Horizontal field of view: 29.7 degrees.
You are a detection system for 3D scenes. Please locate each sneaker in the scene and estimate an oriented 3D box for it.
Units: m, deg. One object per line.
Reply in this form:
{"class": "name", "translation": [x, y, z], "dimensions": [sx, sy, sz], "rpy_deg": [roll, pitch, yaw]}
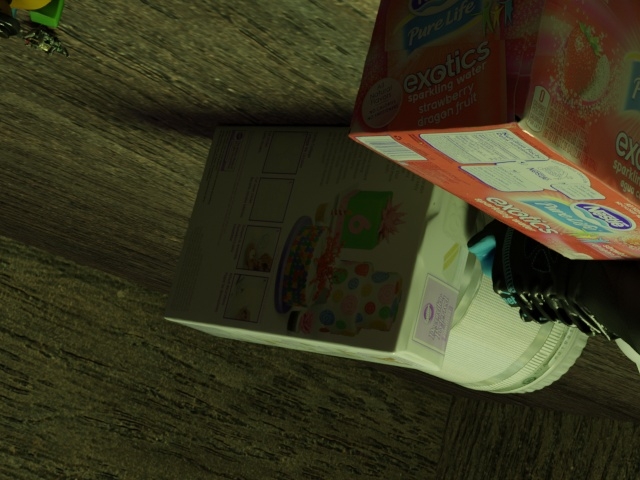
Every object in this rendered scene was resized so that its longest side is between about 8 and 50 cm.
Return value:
{"class": "sneaker", "translation": [0.242, 0.043, 1.119], "dimensions": [0.125, 0.139, 0.341], "rpy_deg": [55, -176, -21]}

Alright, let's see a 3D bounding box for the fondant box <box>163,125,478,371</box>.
{"class": "fondant box", "translation": [0.000, 0.000, 1.319], "dimensions": [0.330, 0.238, 0.096], "rpy_deg": [5, 165, 40]}

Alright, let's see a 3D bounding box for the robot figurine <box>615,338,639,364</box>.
{"class": "robot figurine", "translation": [0.454, 0.075, 1.316], "dimensions": [0.278, 0.209, 0.173], "rpy_deg": [12, -175, 8]}

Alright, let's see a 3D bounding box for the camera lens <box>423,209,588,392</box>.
{"class": "camera lens", "translation": [0.166, 0.055, 1.430], "dimensions": [0.274, 0.219, 0.219], "rpy_deg": [23, 166, -39]}

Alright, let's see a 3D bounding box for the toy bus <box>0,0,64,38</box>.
{"class": "toy bus", "translation": [-0.312, -0.207, 1.036], "dimensions": [0.190, 0.104, 0.202], "rpy_deg": [18, 168, -22]}

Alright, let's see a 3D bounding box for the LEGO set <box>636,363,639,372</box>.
{"class": "LEGO set", "translation": [0.507, 0.080, 1.451], "dimensions": [0.287, 0.132, 0.107], "rpy_deg": [-12, 180, 12]}

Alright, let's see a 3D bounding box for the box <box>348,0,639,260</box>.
{"class": "box", "translation": [0.183, -0.091, 0.894], "dimensions": [0.154, 0.142, 0.300], "rpy_deg": [2, 164, 46]}

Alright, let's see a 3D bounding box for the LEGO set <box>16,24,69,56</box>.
{"class": "LEGO set", "translation": [-0.283, -0.207, 1.231], "dimensions": [0.054, 0.023, 0.083], "rpy_deg": [24, 178, -34]}
